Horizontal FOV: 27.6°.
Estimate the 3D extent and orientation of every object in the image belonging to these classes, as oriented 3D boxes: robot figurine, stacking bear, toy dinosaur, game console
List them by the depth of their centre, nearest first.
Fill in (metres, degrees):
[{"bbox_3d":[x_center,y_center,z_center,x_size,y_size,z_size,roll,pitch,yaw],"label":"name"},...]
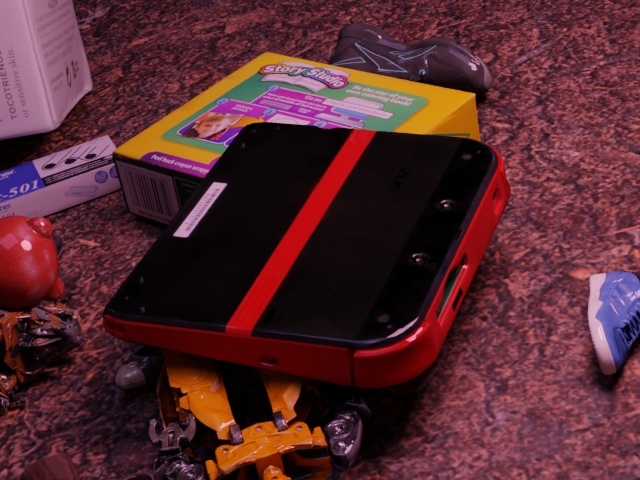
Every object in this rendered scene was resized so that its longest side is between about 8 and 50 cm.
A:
[{"bbox_3d":[-0.066,0.169,1.280,0.211,0.085,0.291,-16,32,-6],"label":"robot figurine"},{"bbox_3d":[0.000,0.000,1.389,0.342,0.060,0.386,6,38,23],"label":"game console"},{"bbox_3d":[-0.416,0.154,1.412,0.322,0.164,0.218,-34,19,-1],"label":"toy dinosaur"},{"bbox_3d":[-0.451,0.041,1.528,0.289,0.175,0.164,-10,14,-6],"label":"stacking bear"}]

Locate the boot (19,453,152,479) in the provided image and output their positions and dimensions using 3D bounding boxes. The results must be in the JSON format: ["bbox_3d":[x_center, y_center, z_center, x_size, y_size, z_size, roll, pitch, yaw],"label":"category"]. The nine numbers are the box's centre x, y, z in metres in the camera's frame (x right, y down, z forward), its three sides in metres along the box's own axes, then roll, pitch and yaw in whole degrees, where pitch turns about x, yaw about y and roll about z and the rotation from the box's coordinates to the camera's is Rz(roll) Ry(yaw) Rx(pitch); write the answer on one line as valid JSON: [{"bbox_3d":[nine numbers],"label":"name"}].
[{"bbox_3d":[-0.233,0.235,1.284,0.106,0.037,0.114,-24,29,-21],"label":"boot"}]

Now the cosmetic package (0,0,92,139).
[{"bbox_3d":[-0.586,-0.316,1.930,0.394,0.327,0.329,-10,17,4],"label":"cosmetic package"}]

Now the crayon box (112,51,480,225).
[{"bbox_3d":[-0.029,-0.111,1.685,0.363,0.106,0.313,18,42,37],"label":"crayon box"}]

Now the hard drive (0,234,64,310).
[{"bbox_3d":[-0.390,0.042,1.648,0.094,0.022,0.135,-4,33,13],"label":"hard drive"}]

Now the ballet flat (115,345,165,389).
[{"bbox_3d":[-0.166,0.106,1.445,0.057,0.049,0.173,14,41,37],"label":"ballet flat"}]

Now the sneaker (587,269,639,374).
[{"bbox_3d":[0.317,0.076,1.317,0.085,0.058,0.152,-11,24,18],"label":"sneaker"}]

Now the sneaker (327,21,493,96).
[{"bbox_3d":[0.122,-0.232,1.860,0.267,0.101,0.106,16,64,37],"label":"sneaker"}]

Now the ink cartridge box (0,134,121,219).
[{"bbox_3d":[-0.376,-0.078,1.810,0.207,0.046,0.097,-21,32,-14],"label":"ink cartridge box"}]
